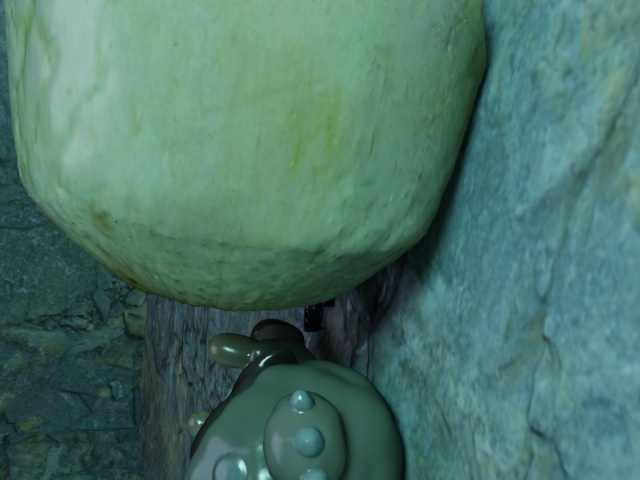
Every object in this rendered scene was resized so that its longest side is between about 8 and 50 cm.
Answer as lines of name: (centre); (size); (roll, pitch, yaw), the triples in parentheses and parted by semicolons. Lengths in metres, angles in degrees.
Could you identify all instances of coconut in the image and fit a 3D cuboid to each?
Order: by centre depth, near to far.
coconut: (-0.061, -0.156, 0.656); (0.344, 0.416, 0.415); (-66, -17, -74)

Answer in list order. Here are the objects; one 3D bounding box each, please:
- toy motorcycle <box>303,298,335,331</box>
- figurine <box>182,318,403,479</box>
toy motorcycle: (0.000, 0.000, 0.860); (0.215, 0.080, 0.122); (-91, 4, -59)
figurine: (-0.032, 0.203, 0.799); (0.380, 0.203, 0.248); (-112, 34, -74)
